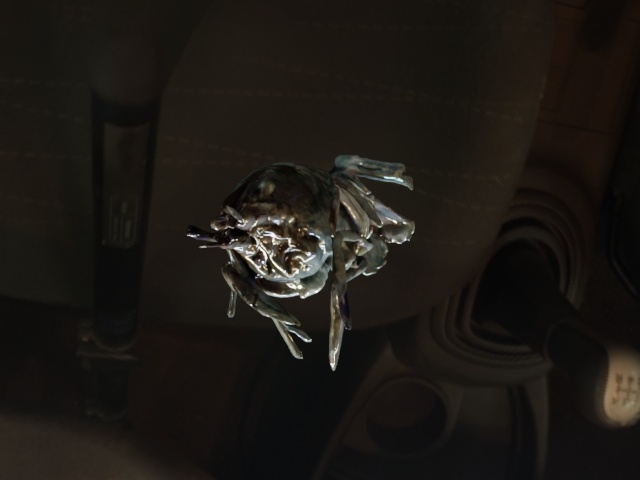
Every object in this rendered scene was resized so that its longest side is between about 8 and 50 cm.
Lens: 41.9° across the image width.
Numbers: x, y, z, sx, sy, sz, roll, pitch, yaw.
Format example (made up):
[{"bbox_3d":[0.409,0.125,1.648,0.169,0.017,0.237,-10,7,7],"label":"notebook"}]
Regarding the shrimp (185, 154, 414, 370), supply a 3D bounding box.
[{"bbox_3d":[-0.003,-0.003,0.771,0.221,0.410,0.166,-43,93,14],"label":"shrimp"}]
